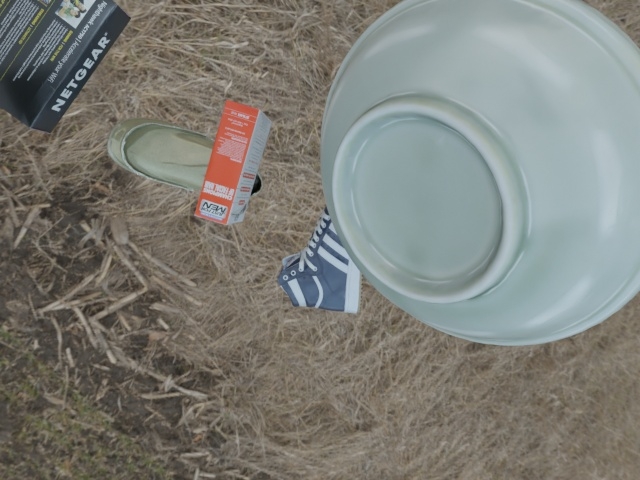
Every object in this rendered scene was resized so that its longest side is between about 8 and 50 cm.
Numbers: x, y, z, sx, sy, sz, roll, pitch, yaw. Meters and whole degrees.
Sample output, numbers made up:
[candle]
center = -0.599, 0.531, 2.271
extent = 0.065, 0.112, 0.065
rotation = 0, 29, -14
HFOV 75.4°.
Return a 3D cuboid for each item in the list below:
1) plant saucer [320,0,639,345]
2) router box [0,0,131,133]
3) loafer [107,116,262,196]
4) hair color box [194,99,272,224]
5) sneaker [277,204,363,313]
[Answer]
[plant saucer]
center = 0.120, -0.047, 0.445
extent = 0.101, 0.401, 0.400
rotation = -28, 127, -37
[router box]
center = -0.335, -0.239, 0.485
extent = 0.133, 0.046, 0.178
rotation = 37, 94, -6
[loafer]
center = -0.203, -0.132, 0.688
extent = 0.269, 0.092, 0.101
rotation = 9, 97, -43
[hair color box]
center = -0.127, -0.111, 0.616
extent = 0.054, 0.093, 0.167
rotation = 17, 96, 2
[sneaker]
center = 0.000, 0.000, 0.742
extent = 0.153, 0.099, 0.282
rotation = 1, 107, 2
